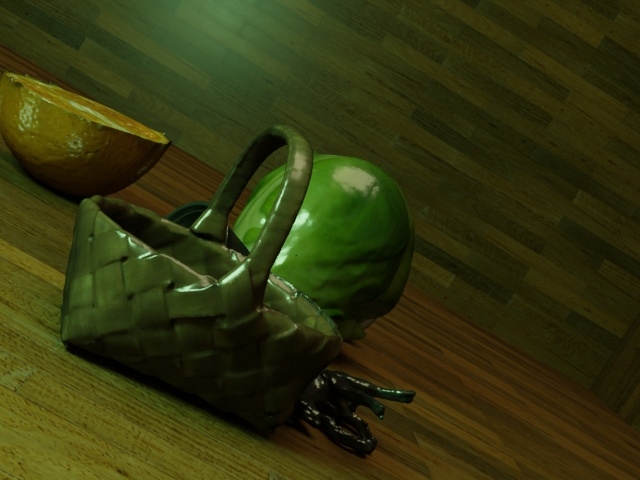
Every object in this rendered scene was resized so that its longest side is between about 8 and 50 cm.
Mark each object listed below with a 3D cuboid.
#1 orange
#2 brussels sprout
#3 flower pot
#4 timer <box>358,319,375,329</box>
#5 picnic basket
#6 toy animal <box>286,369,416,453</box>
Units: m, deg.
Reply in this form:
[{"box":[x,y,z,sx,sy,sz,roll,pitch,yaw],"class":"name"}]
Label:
[{"box":[-0.419,-0.201,1.502,0.274,0.274,0.310,33,41,17],"class":"orange"},{"box":[0.000,0.000,1.454,0.371,0.315,0.276,-16,31,-41],"class":"brussels sprout"},{"box":[-0.177,0.031,1.279,0.157,0.157,0.107,36,-3,41],"class":"flower pot"},{"box":[0.007,0.080,1.769,0.175,0.175,0.266,28,-1,-25],"class":"timer"},{"box":[-0.106,0.007,0.973,0.337,0.337,0.293,29,5,-20],"class":"picnic basket"},{"box":[0.027,0.206,1.113,0.148,0.085,0.232,32,9,19],"class":"toy animal"}]
